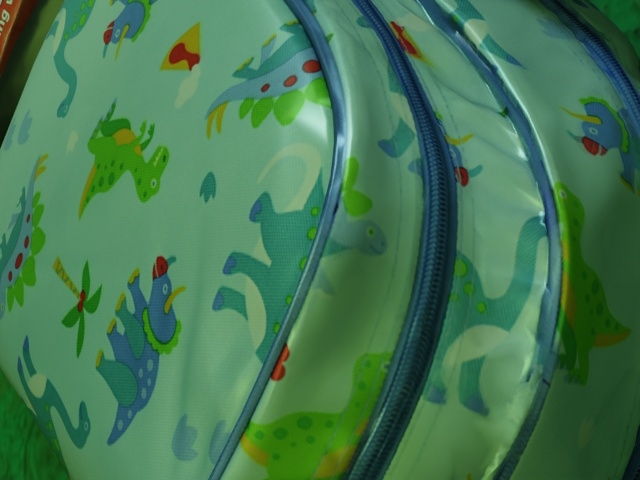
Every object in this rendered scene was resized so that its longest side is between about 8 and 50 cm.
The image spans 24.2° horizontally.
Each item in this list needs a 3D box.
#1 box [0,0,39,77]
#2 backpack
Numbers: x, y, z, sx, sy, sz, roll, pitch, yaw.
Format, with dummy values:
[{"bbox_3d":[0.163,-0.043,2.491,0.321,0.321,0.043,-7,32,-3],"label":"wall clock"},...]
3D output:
[{"bbox_3d":[-0.145,-0.132,0.865,0.128,0.123,0.256,46,118,48],"label":"box"},{"bbox_3d":[0.000,0.000,0.574,0.355,0.273,0.290,45,112,33],"label":"backpack"}]
